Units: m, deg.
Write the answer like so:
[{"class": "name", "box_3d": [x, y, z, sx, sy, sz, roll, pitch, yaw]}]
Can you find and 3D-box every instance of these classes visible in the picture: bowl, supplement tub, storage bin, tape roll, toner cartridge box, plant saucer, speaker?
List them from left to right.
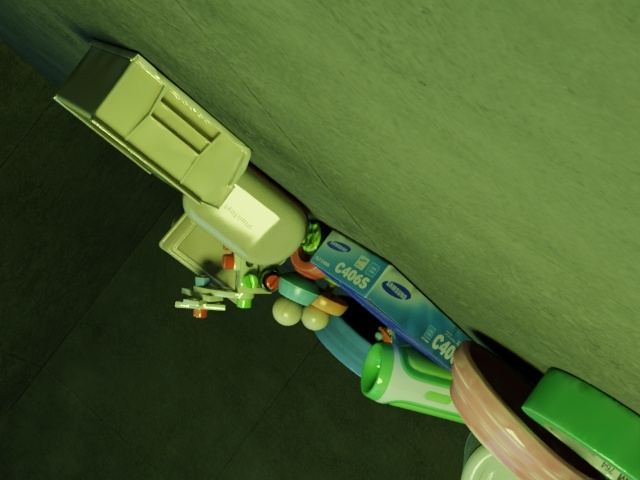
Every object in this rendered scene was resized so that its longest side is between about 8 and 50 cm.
[{"class": "storage bin", "box_3d": [-0.272, -0.186, 1.646, 0.260, 0.123, 0.262, 39, 174, -31]}, {"class": "bowl", "box_3d": [0.165, 0.260, 2.419, 0.391, 0.077, 0.391, 30, -168, -7]}, {"class": "toner cartridge box", "box_3d": [0.142, 0.120, 1.859, 0.165, 0.075, 0.348, 31, 172, 45]}, {"class": "speaker", "box_3d": [0.237, 0.292, 2.038, 0.297, 0.131, 0.131, 16, 180, -15]}, {"class": "supplement tub", "box_3d": [0.452, 0.536, 2.390, 0.235, 0.235, 0.325, 37, -170, 5]}, {"class": "plant saucer", "box_3d": [0.336, 0.314, 1.727, 0.332, 0.084, 0.332, 41, -169, -10]}, {"class": "tape roll", "box_3d": [0.449, 0.312, 1.491, 0.321, 0.077, 0.321, 37, 175, 4]}]

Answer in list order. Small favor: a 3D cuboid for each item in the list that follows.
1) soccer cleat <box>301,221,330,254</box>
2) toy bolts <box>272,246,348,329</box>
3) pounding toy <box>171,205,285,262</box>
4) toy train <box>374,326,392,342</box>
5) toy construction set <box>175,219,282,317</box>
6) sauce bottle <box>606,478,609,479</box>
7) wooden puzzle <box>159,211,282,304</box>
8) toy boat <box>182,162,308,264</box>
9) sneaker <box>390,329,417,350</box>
[{"class": "soccer cleat", "box_3d": [0.000, 0.000, 1.891, 0.072, 0.060, 0.179, 28, -177, -10]}, {"class": "toy bolts", "box_3d": [0.014, 0.119, 2.013, 0.218, 0.158, 0.228, 30, -176, 39]}, {"class": "pounding toy", "box_3d": [-0.178, -0.050, 2.214, 0.270, 0.154, 0.155, 19, 180, -16]}, {"class": "toy train", "box_3d": [0.212, 0.224, 2.300, 0.166, 0.046, 0.125, 1, -144, -35]}, {"class": "toy construction set", "box_3d": [-0.185, 0.012, 2.011, 0.215, 0.327, 0.151, 2, -159, -19]}, {"class": "sauce bottle", "box_3d": [0.448, 0.384, 1.988, 0.344, 0.111, 0.111, 41, 174, -30]}, {"class": "wooden puzzle", "box_3d": [-0.180, -0.009, 2.114, 0.239, 0.221, 0.044, 38, -171, -24]}, {"class": "toy boat", "box_3d": [-0.126, -0.066, 1.827, 0.231, 0.151, 0.151, 39, -155, -11]}, {"class": "sneaker", "box_3d": [0.173, 0.211, 2.185, 0.091, 0.126, 0.240, 40, 174, -27]}]
